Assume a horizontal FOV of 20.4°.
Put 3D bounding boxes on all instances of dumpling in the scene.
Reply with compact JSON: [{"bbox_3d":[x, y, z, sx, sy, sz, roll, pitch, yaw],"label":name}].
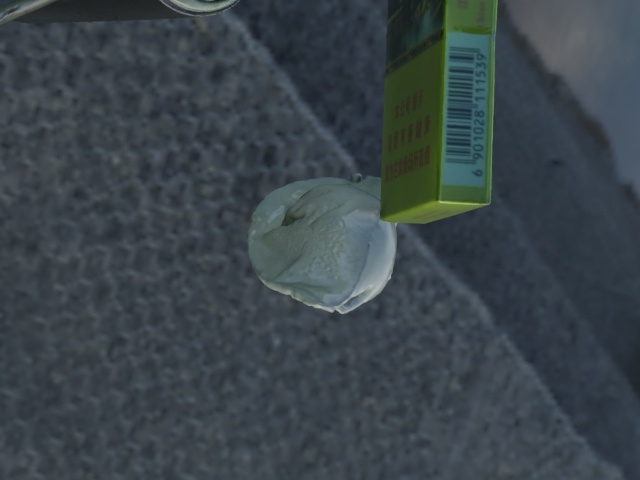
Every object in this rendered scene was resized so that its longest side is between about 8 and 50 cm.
[{"bbox_3d":[-0.001,-0.001,1.760,0.181,0.155,0.111,-23,126,-64],"label":"dumpling"}]

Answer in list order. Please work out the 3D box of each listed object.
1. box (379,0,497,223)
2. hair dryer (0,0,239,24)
[{"bbox_3d":[0.091,-0.186,1.357,0.187,0.047,0.335,160,-67,-79],"label":"box"},{"bbox_3d":[-0.141,-0.101,0.761,0.248,0.196,0.078,-33,115,-35],"label":"hair dryer"}]
